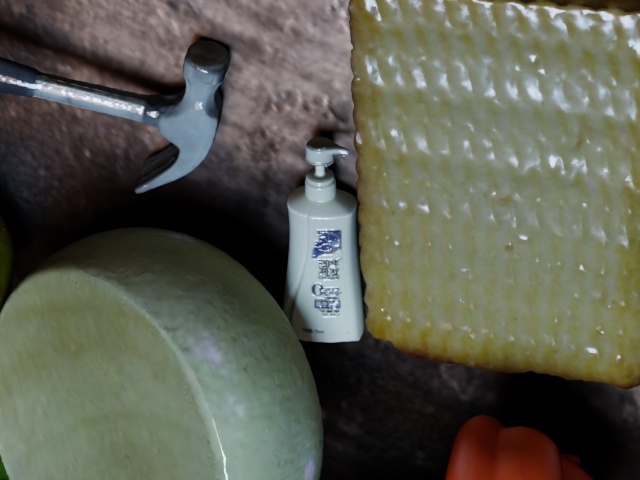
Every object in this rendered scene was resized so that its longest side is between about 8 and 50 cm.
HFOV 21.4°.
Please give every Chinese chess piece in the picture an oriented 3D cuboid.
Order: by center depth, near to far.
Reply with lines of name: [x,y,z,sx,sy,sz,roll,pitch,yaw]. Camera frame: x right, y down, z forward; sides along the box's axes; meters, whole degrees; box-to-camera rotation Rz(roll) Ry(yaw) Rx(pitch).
Chinese chess piece: [-0.101,0.108,1.021,0.237,0.092,0.238,15,114,38]

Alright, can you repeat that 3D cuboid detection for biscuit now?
biscuit: [0.104,-0.028,0.929,0.172,0.029,0.255,8,129,15]

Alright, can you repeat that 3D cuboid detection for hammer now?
hammer: [-0.179,-0.089,0.964,0.246,0.029,0.103,12,133,-2]

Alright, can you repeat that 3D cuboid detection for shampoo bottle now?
shampoo bottle: [0.000,0.000,0.991,0.049,0.034,0.141,13,129,19]

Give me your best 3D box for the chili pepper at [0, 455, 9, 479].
chili pepper: [-0.286,0.154,1.201,0.359,0.076,0.085,9,157,19]

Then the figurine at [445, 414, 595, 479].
figurine: [0.087,0.213,1.040,0.257,0.181,0.208,-24,97,40]

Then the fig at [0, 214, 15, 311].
fig: [-0.284,0.030,1.034,0.186,0.142,0.148,-42,101,7]
